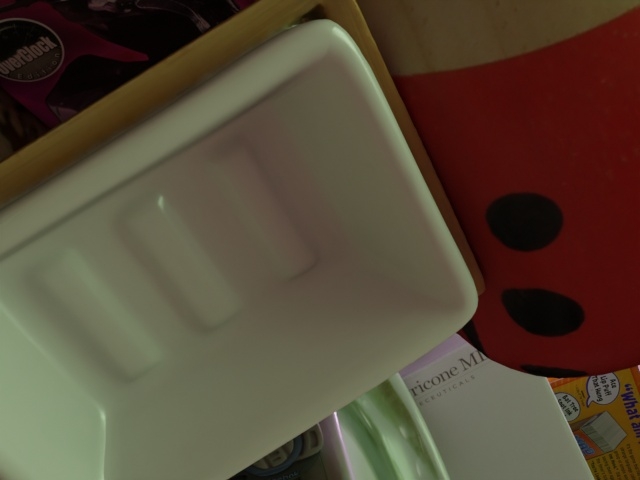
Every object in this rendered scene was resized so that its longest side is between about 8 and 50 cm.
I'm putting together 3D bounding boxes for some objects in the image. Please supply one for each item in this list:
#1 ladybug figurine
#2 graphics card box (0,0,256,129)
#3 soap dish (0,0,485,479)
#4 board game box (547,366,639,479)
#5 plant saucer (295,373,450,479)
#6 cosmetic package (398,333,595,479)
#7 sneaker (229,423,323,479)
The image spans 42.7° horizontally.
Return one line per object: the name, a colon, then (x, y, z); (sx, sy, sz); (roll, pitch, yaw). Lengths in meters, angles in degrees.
ladybug figurine: (0.124, -0.055, 0.547); (0.305, 0.162, 0.449); (27, -26, 52)
graphics card box: (-0.144, -0.196, 0.552); (0.371, 0.233, 0.094); (50, 18, -54)
soap dish: (-0.075, 0.016, 0.456); (0.229, 0.291, 0.118); (58, -2, -33)
board game box: (0.386, 0.297, 1.493); (0.356, 0.356, 0.356); (-91, 156, -63)
plant saucer: (0.055, 0.273, 0.855); (0.400, 0.100, 0.400); (59, 14, -24)
cosmetic package: (0.248, 0.304, 1.196); (0.453, 0.230, 0.161); (60, 4, -20)
sneaker: (-0.098, 0.063, 0.676); (0.129, 0.111, 0.297); (-120, -173, -72)
